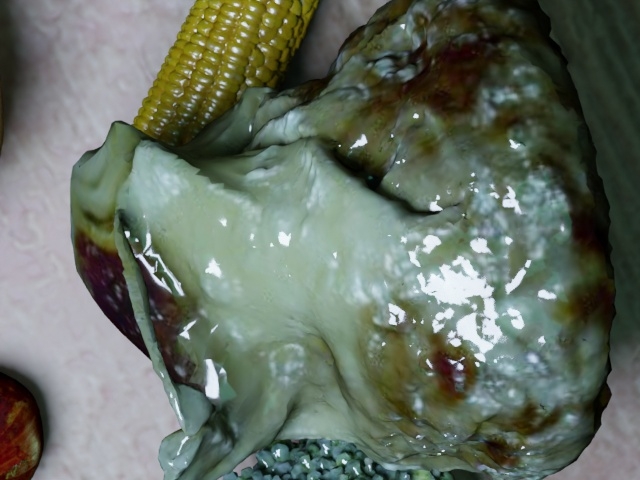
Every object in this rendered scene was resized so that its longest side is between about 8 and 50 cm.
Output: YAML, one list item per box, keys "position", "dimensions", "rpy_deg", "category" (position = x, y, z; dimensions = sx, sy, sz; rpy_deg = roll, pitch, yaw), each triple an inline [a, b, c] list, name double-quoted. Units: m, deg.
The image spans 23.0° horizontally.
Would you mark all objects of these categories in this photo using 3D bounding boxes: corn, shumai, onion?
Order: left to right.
- position: [-0.277, 0.154, 1.255]
  dimensions: [0.117, 0.118, 0.118]
  rpy_deg: [26, 94, -26]
  category: "onion"
- position: [-0.084, -0.122, 1.241]
  dimensions: [0.102, 0.102, 0.313]
  rpy_deg: [23, 93, -3]
  category: "corn"
- position: [0.000, 0.000, 1.099]
  dimensions: [0.348, 0.395, 0.395]
  rpy_deg: [-3, 95, -4]
  category: "shumai"

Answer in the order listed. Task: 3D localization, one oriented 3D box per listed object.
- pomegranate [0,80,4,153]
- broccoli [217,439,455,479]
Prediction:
- position: [-0.379, -0.089, 1.146]
  dimensions: [0.319, 0.319, 0.319]
  rpy_deg: [0, 95, -1]
  category: "pomegranate"
- position: [-0.020, 0.333, 1.181]
  dimensions: [0.277, 0.338, 0.317]
  rpy_deg: [-8, 110, 9]
  category: "broccoli"
